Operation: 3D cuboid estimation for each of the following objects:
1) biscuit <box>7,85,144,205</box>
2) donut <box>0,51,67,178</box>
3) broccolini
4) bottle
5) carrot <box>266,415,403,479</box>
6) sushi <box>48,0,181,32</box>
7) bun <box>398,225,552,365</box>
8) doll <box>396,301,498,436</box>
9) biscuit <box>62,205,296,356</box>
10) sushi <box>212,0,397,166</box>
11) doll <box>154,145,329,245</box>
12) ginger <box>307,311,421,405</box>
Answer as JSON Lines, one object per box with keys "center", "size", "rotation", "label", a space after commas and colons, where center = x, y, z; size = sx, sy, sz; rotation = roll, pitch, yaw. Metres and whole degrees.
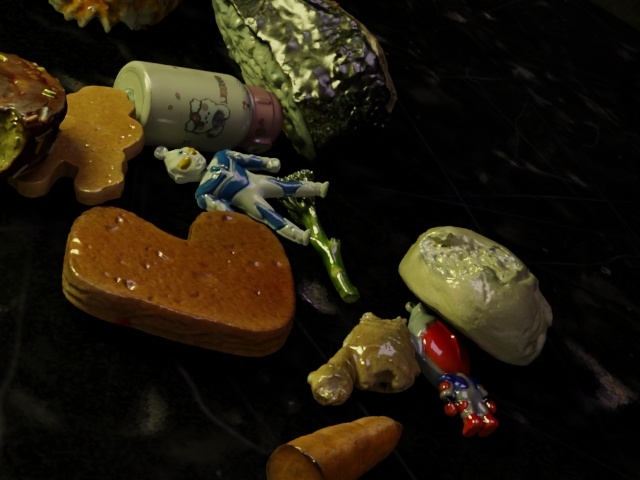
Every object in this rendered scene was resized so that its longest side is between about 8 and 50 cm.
{"center": [-0.289, -0.118, 1.466], "size": [0.144, 0.040, 0.236], "rotation": [12, 34, -1], "label": "biscuit"}
{"center": [-0.406, -0.144, 1.368], "size": [0.230, 0.096, 0.216], "rotation": [-6, 32, -26], "label": "donut"}
{"center": [-0.002, 0.001, 1.575], "size": [0.067, 0.058, 0.216], "rotation": [1, 50, -36], "label": "broccolini"}
{"center": [-0.158, -0.173, 1.631], "size": [0.233, 0.110, 0.110], "rotation": [4, 38, -37], "label": "bottle"}
{"center": [0.032, 0.216, 1.240], "size": [0.072, 0.072, 0.205], "rotation": [43, 30, 23], "label": "carrot"}
{"center": [-0.362, -0.496, 1.895], "size": [0.417, 0.176, 0.417], "rotation": [14, 35, -10], "label": "sushi"}
{"center": [0.202, 0.060, 1.512], "size": [0.210, 0.116, 0.237], "rotation": [39, 4, 13], "label": "bun"}
{"center": [0.150, 0.149, 1.451], "size": [0.104, 0.062, 0.195], "rotation": [-7, 52, -29], "label": "doll"}
{"center": [-0.160, 0.032, 1.375], "size": [0.277, 0.052, 0.262], "rotation": [15, 28, -21], "label": "biscuit"}
{"center": [-0.022, -0.271, 1.771], "size": [0.171, 0.211, 0.350], "rotation": [-30, 55, -10], "label": "sushi"}
{"center": [-0.110, -0.069, 1.546], "size": [0.227, 0.057, 0.114], "rotation": [19, 66, 4], "label": "doll"}
{"center": [0.055, 0.147, 1.369], "size": [0.096, 0.067, 0.165], "rotation": [35, 43, 11], "label": "ginger"}
